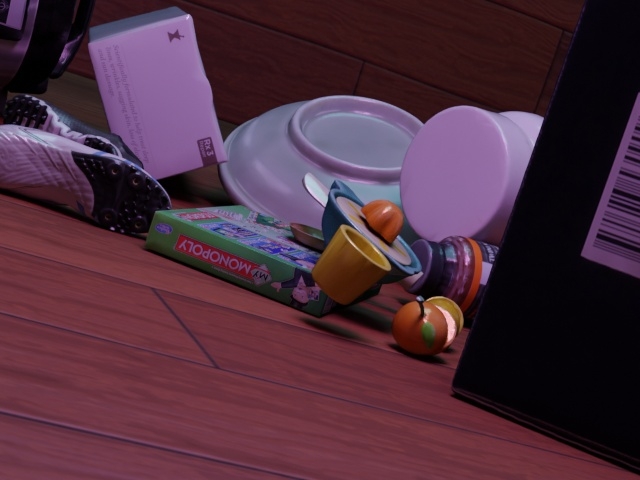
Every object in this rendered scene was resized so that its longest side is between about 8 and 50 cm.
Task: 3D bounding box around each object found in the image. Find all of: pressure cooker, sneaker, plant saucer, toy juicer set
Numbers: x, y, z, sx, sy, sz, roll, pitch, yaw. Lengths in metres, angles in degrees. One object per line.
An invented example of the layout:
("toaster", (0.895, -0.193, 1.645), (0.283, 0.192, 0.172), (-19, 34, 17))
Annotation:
("pressure cooker", (-0.532, -0.416, 2.302), (0.420, 0.370, 0.375), (4, 54, -29))
("sneaker", (-0.326, -0.125, 2.059), (0.234, 0.078, 0.106), (28, 8, 32))
("plant saucer", (0.000, 0.000, 1.833), (0.083, 0.015, 0.083), (19, 7, -3))
("plant saucer", (0.054, -0.117, 2.244), (0.400, 0.101, 0.400), (8, 33, -5))
("sneaker", (-0.279, -0.074, 1.748), (0.237, 0.085, 0.086), (20, 12, -4))
("toy juicer set", (0.083, 0.017, 1.721), (0.209, 0.089, 0.329), (38, 13, -15))

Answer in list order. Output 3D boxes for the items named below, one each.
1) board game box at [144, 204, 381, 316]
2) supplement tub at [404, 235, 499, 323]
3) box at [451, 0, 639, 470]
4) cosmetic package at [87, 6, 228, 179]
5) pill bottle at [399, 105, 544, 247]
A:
("board game box", (-0.053, 0.017, 1.810), (0.213, 0.046, 0.317), (20, 7, 13))
("supplement tub", (0.201, 0.055, 1.953), (0.198, 0.106, 0.106), (15, 8, -27))
("box", (0.392, -0.033, 1.623), (0.297, 0.480, 0.472), (21, 7, 18))
("cosmetic package", (-0.244, -0.220, 2.268), (0.156, 0.217, 0.385), (-15, 11, -4))
("pill bottle", (0.306, -0.053, 2.135), (0.392, 0.224, 0.224), (13, 9, -44))
